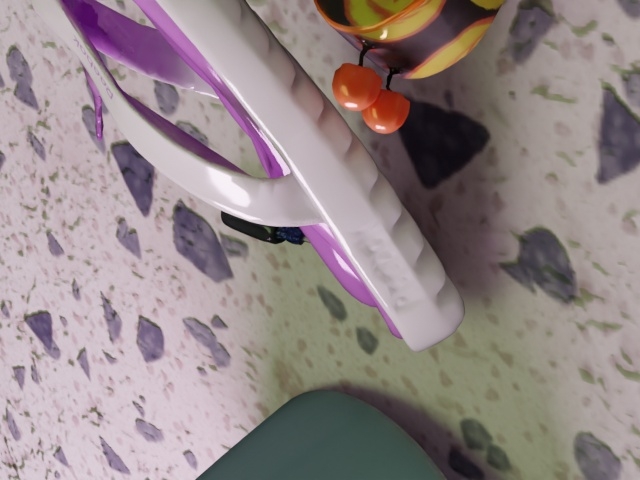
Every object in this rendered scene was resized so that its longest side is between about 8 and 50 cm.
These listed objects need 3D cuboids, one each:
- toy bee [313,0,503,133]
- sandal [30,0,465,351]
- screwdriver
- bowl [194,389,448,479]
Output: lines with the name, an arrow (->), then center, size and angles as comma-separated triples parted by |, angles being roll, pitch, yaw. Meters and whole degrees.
toy bee -> 0.019, -0.140, 0.620 | 0.195, 0.162, 0.298 | 29, 173, -31
sandal -> -0.062, -0.069, 0.672 | 0.416, 0.102, 0.169 | 50, -178, -29
screwdriver -> 0.000, 0.000, 0.862 | 0.170, 0.024, 0.025 | 16, 152, 41
bowl -> -0.022, 0.268, 0.887 | 0.311, 0.163, 0.311 | 30, 128, 49
